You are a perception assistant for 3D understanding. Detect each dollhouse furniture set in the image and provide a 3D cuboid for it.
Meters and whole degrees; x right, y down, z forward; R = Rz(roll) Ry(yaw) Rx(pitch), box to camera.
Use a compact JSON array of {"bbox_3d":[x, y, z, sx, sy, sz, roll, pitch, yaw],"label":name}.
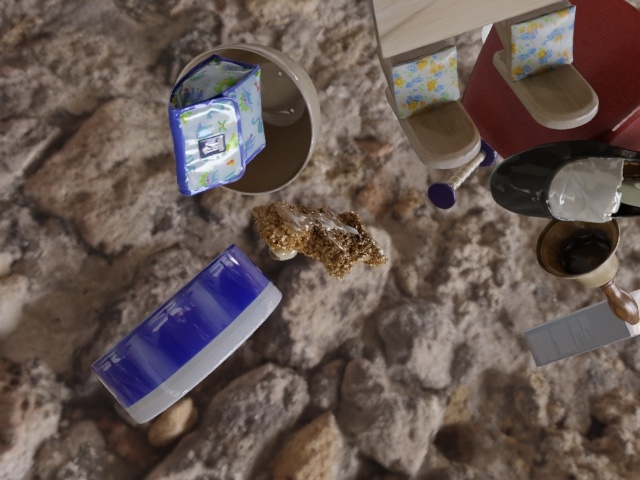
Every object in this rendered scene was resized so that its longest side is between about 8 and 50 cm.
[{"bbox_3d":[0.239,-0.248,0.625,0.394,0.256,0.362,-18,137,-1],"label":"dollhouse furniture set"}]

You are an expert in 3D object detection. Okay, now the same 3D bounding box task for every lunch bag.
[{"bbox_3d":[-0.138,-0.146,0.941,0.151,0.096,0.128,-49,149,-43],"label":"lunch bag"}]

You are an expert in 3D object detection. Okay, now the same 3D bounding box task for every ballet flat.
[{"bbox_3d":[0.340,-0.065,0.851,0.096,0.281,0.095,-125,-146,-64],"label":"ballet flat"}]

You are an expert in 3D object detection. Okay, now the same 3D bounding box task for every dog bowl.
[{"bbox_3d":[-0.185,0.126,1.028,0.265,0.104,0.265,-40,-175,4],"label":"dog bowl"}]

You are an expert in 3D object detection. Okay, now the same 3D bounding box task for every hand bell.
[{"bbox_3d":[0.447,0.064,1.146,0.126,0.242,0.126,-28,-139,27],"label":"hand bell"}]

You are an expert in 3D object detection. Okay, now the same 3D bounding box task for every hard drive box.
[{"bbox_3d":[0.593,0.189,1.595,0.181,0.089,0.232,-6,161,-44],"label":"hard drive box"}]

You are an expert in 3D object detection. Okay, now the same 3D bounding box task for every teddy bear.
[{"bbox_3d":[0.000,0.000,1.624,0.338,0.245,0.113,-9,140,-55],"label":"teddy bear"}]

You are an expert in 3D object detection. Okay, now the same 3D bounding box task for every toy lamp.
[{"bbox_3d":[0.356,-0.173,1.769,0.274,0.080,0.080,-45,172,-37],"label":"toy lamp"}]

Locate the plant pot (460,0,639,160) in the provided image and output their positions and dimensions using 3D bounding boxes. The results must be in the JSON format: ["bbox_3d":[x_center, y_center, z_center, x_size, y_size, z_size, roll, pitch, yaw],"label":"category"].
[{"bbox_3d":[0.353,-0.191,1.003,0.267,0.267,0.235,13,123,-51],"label":"plant pot"}]

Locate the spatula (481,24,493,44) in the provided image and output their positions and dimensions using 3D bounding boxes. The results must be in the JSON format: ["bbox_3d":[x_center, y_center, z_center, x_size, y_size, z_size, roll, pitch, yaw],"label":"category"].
[{"bbox_3d":[0.365,-0.442,1.409,0.242,0.019,0.168,-59,151,-13],"label":"spatula"}]

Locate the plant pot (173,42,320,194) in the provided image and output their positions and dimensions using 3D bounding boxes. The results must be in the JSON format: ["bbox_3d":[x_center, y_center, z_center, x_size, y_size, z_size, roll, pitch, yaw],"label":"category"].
[{"bbox_3d":[-0.117,-0.254,1.421,0.284,0.284,0.191,-57,179,33],"label":"plant pot"}]
